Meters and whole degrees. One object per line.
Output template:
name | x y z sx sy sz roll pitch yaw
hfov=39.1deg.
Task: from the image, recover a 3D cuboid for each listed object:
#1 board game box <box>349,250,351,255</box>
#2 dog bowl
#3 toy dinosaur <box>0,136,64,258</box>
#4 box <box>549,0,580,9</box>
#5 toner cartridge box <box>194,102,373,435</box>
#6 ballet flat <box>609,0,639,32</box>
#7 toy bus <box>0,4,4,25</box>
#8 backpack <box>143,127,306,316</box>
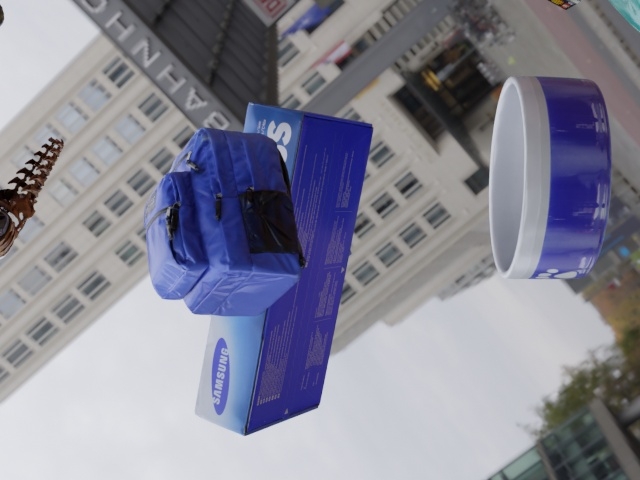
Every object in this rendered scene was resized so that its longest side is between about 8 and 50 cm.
board game box | 0.000 0.000 1.293 0.090 0.020 0.090 -36 -65 -40
dog bowl | 0.292 -0.081 1.178 0.265 0.104 0.265 2 -90 -89
toy dinosaur | -0.476 -0.031 1.183 0.218 0.164 0.322 74 -150 -46
box | 0.266 -0.354 1.118 0.137 0.027 0.094 15 -114 -34
toner cartridge box | -0.038 0.029 1.012 0.075 0.348 0.165 15 -172 29
ballet flat | 0.272 -0.301 0.850 0.316 0.106 0.107 59 -174 35
toy bus | -0.322 -0.223 0.720 0.130 0.332 0.108 43 -124 -13
backpack | -0.070 -0.019 0.627 0.101 0.098 0.120 7 -117 -31
